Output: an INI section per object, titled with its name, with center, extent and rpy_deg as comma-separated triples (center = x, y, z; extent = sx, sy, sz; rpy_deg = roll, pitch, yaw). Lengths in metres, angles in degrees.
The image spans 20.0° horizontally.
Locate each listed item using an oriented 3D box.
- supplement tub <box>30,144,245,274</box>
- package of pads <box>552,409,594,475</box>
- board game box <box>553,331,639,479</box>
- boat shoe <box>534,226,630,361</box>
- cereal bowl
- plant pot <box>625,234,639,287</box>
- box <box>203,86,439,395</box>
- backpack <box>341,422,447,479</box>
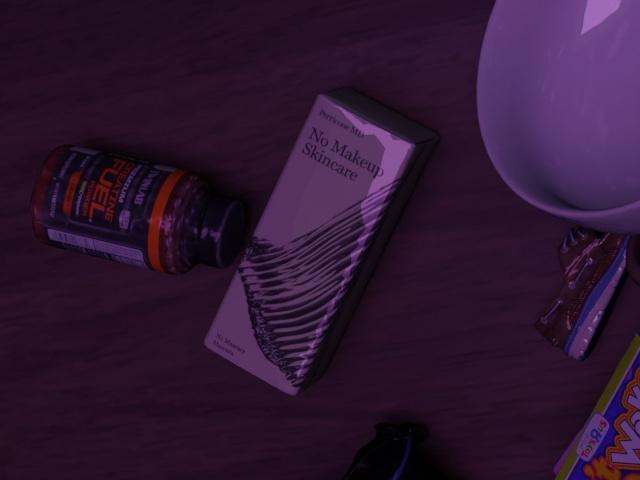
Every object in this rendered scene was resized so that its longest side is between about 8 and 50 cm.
[supplement tub]
center = -0.176, -0.027, 1.773
extent = 0.197, 0.106, 0.106
rpy_deg = 12, 102, 16
[package of pads]
center = 0.254, 0.188, 1.688
extent = 0.032, 0.050, 0.083
rpy_deg = 37, 108, 16
[board game box]
center = 0.307, 0.277, 1.588
extent = 0.233, 0.078, 0.347
rpy_deg = 42, 125, 30
[boat shoe]
center = 0.249, 0.019, 1.655
extent = 0.066, 0.066, 0.183
rpy_deg = 27, 106, 14
[cereal bowl]
center = 0.296, -0.155, 1.524
extent = 0.339, 0.141, 0.339
rpy_deg = -28, 51, 40
[plant pot]
center = 0.425, 0.029, 1.518
extent = 0.263, 0.263, 0.229
rpy_deg = -35, 103, 20
[box]
center = 0.000, 0.000, 1.722
extent = 0.113, 0.094, 0.275
rpy_deg = 28, 107, 13
[backpack]
center = 0.019, 0.341, 1.698
extent = 0.263, 0.276, 0.213
rpy_deg = -36, 94, 27
